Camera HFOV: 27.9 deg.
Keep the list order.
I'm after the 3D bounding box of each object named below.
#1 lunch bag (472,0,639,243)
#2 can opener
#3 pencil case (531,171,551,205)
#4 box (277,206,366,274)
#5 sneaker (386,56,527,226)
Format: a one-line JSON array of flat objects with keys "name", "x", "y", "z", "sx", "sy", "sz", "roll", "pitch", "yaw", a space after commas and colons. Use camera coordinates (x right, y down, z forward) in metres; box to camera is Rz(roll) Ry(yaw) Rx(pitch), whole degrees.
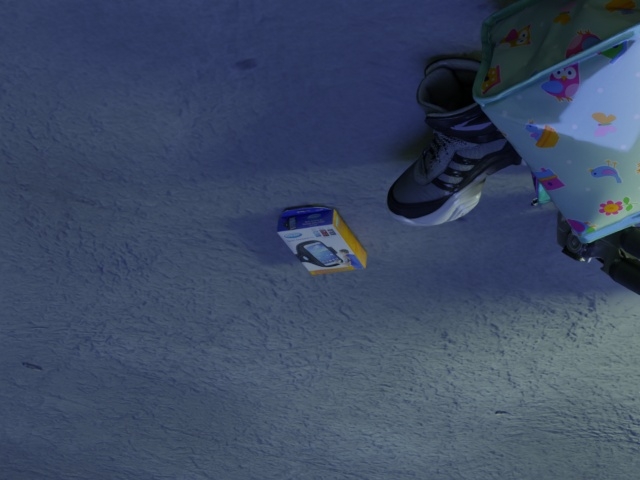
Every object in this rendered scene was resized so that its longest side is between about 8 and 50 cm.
[{"name": "lunch bag", "x": 0.310, "y": -0.152, "z": 1.222, "sx": 0.262, "sy": 0.160, "sz": 0.223, "roll": -25, "pitch": 124, "yaw": 29}, {"name": "can opener", "x": 0.388, "y": 0.022, "z": 1.507, "sx": 0.095, "sy": 0.283, "sz": 0.076, "roll": 1, "pitch": 113, "yaw": -38}, {"name": "pencil case", "x": 0.318, "y": -0.076, "z": 1.488, "sx": 0.151, "sy": 0.064, "sz": 0.070, "roll": -3, "pitch": 174, "yaw": 12}, {"name": "box", "x": 0.000, "y": 0.000, "z": 1.704, "sx": 0.081, "sy": 0.028, "sz": 0.136, "roll": -8, "pitch": 149, "yaw": 22}, {"name": "sneaker", "x": 0.141, "y": -0.116, "z": 1.419, "sx": 0.153, "sy": 0.101, "sz": 0.268, "roll": 29, "pitch": 137, "yaw": -34}]
